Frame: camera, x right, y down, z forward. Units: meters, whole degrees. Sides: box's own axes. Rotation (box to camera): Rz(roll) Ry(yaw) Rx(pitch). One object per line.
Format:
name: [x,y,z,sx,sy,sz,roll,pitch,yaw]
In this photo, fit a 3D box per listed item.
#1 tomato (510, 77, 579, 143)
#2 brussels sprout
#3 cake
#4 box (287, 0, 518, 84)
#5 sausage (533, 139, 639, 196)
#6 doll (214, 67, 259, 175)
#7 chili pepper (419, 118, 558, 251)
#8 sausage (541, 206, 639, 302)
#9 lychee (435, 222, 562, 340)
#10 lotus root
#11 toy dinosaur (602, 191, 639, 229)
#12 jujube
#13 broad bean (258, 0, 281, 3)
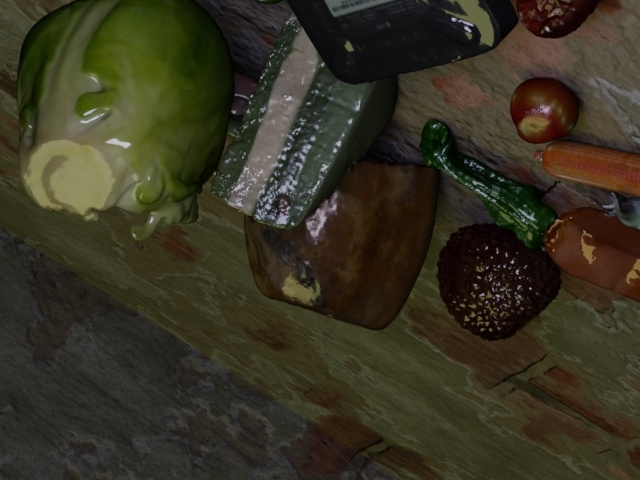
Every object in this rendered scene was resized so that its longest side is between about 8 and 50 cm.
tomato: [0.277,-0.158,1.760,0.087,0.075,0.087,25,154,13]
brussels sprout: [-0.257,-0.176,1.853,0.276,0.371,0.314,10,112,7]
cake: [-0.024,-0.170,1.885,0.158,0.283,0.172,25,143,17]
box: [0.058,-0.319,1.617,0.290,0.073,0.289,-5,123,49]
sausage: [0.422,-0.077,1.772,0.348,0.053,0.053,15,154,35]
doll: [-0.166,-0.164,2.153,0.268,0.216,0.284,24,-177,2]
chili pepper: [0.240,-0.072,1.994,0.257,0.074,0.100,35,176,5]
sausage: [0.467,0.045,1.899,0.348,0.094,0.097,24,136,5]
lychee: [0.262,0.053,2.129,0.188,0.188,0.188,27,158,12]
lotus root: [0.000,0.000,2.139,0.316,0.250,0.316,7,176,0]
toy dinosaur: [0.405,-0.036,1.826,0.082,0.039,0.209,24,-175,33]
jujube: [0.266,-0.269,1.538,0.077,0.077,0.129,34,148,-7]
broad bean: [-0.037,-0.355,1.793,0.053,0.052,0.256,-5,170,-25]
